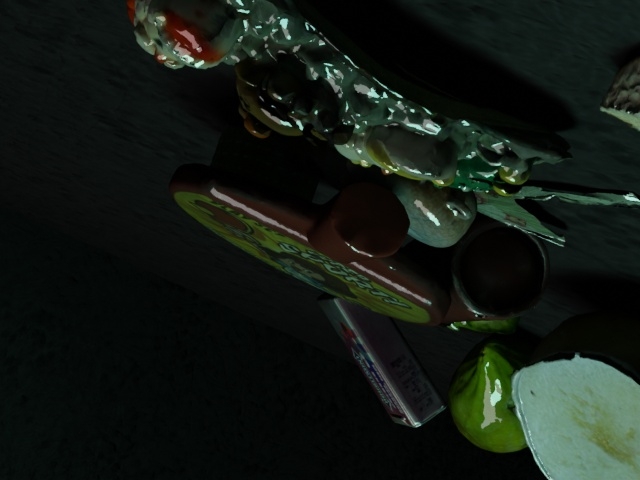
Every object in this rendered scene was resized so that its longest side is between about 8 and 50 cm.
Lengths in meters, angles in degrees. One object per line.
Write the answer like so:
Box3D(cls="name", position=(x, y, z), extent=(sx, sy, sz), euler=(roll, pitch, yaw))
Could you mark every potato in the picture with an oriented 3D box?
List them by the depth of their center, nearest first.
Box3D(cls="potato", position=(0.344, 0.166, 1.271), extent=(0.246, 0.196, 0.300), euler=(31, 149, 32))

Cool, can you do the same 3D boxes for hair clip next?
Box3D(cls="hair clip", position=(0.006, -0.091, 0.754), extent=(0.321, 0.091, 0.138), euler=(27, 172, -28))

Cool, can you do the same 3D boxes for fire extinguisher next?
Box3D(cls="fire extinguisher", position=(0.135, 0.033, 1.211), extent=(0.105, 0.105, 0.269), euler=(23, 171, -8))

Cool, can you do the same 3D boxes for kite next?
Box3D(cls="kite", position=(0.147, -0.040, 0.983), extent=(0.250, 0.012, 0.229), euler=(12, 166, 45))

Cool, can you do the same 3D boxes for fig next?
Box3D(cls="fig", position=(0.265, 0.209, 1.738), extent=(0.167, 0.167, 0.233), euler=(22, 164, -3))

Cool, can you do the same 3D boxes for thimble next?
Box3D(cls="thimble", position=(-0.054, -0.065, 1.145), extent=(0.110, 0.062, 0.084), euler=(16, 171, 31))

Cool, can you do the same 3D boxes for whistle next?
Box3D(cls="whistle", position=(0.047, -0.053, 0.967), extent=(0.220, 0.057, 0.107), euler=(24, 161, 52))

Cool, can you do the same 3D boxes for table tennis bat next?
Box3D(cls="table tennis bat", position=(0.000, 0.000, 1.044), extent=(0.268, 0.051, 0.414), euler=(28, 172, -7))

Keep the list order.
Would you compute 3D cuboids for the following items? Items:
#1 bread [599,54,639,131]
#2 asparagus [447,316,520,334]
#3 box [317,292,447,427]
Box3D(cls="bread", position=(0.214, -0.058, 0.639), extent=(0.129, 0.044, 0.126), euler=(21, 179, -17))
Box3D(cls="asparagus", position=(0.095, 0.050, 1.458), extent=(0.287, 0.080, 0.080), euler=(19, 171, 20))
Box3D(cls="box", position=(0.087, 0.160, 1.801), extent=(0.224, 0.069, 0.120), euler=(57, 166, -4))
